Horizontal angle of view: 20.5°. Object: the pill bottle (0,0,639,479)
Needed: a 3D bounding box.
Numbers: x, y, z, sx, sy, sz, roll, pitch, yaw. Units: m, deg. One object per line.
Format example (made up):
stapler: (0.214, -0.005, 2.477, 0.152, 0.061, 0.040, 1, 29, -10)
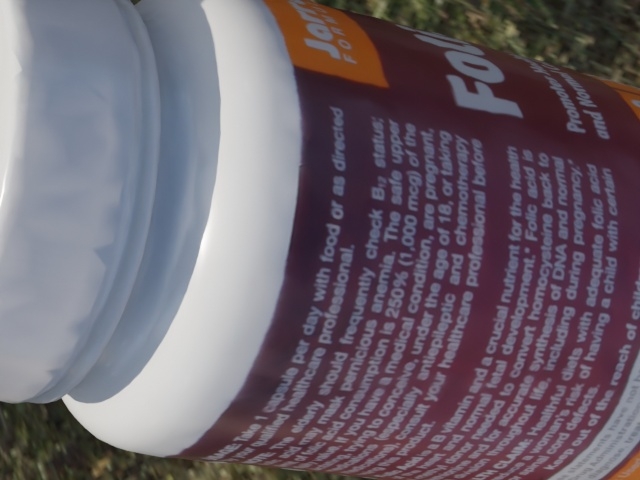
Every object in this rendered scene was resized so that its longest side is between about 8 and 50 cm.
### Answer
pill bottle: (0.000, 0.000, 0.858, 0.392, 0.224, 0.224, 10, 103, -30)
